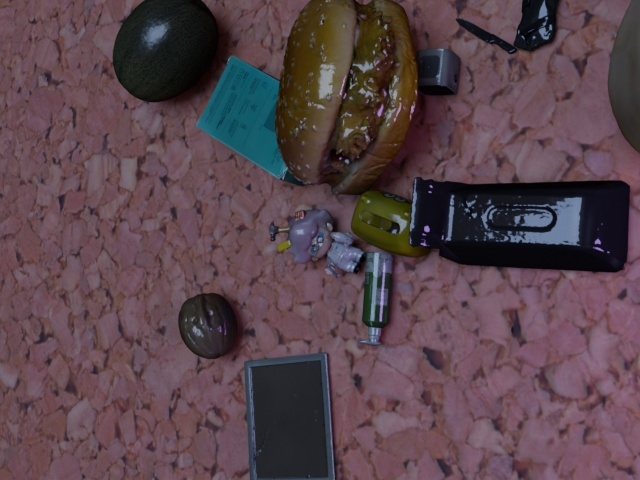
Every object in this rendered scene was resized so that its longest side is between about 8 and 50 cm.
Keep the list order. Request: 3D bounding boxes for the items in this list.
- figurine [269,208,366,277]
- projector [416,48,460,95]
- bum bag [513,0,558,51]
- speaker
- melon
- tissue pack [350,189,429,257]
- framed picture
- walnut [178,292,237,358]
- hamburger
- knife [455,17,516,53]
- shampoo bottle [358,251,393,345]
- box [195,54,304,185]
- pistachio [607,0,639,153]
[{"bbox_3d":[0.000,0.000,1.916,0.229,0.112,0.137,28,105,17],"label":"figurine"},{"bbox_3d":[0.253,-0.367,1.832,0.083,0.083,0.082,4,85,31],"label":"projector"},{"bbox_3d":[0.456,-0.494,1.753,0.087,0.049,0.197,10,88,36],"label":"bum bag"},{"bbox_3d":[0.389,-0.039,1.645,0.388,0.184,0.180,1,83,29],"label":"speaker"},{"bbox_3d":[-0.398,-0.489,2.142,0.302,0.237,0.237,-44,64,23],"label":"melon"},{"bbox_3d":[0.155,-0.037,1.816,0.178,0.127,0.123,24,97,32],"label":"tissue pack"},{"bbox_3d":[-0.072,0.416,1.943,0.232,0.019,0.296,-9,77,28],"label":"framed picture"},{"bbox_3d":[-0.271,0.205,2.025,0.140,0.140,0.162,-35,52,21],"label":"walnut"},{"bbox_3d":[0.059,-0.311,1.755,0.287,0.268,0.445,-146,68,-71],"label":"hamburger"},{"bbox_3d":[0.357,-0.447,1.827,0.170,0.010,0.023,40,97,30],"label":"knife"},{"bbox_3d":[0.122,0.129,1.846,0.065,0.065,0.204,1,83,30],"label":"shampoo bottle"},{"bbox_3d":[-0.128,-0.288,2.023,0.311,0.118,0.205,33,102,30],"label":"box"},{"bbox_3d":[0.698,-0.329,1.452,0.365,0.281,0.445,27,101,27],"label":"pistachio"}]
